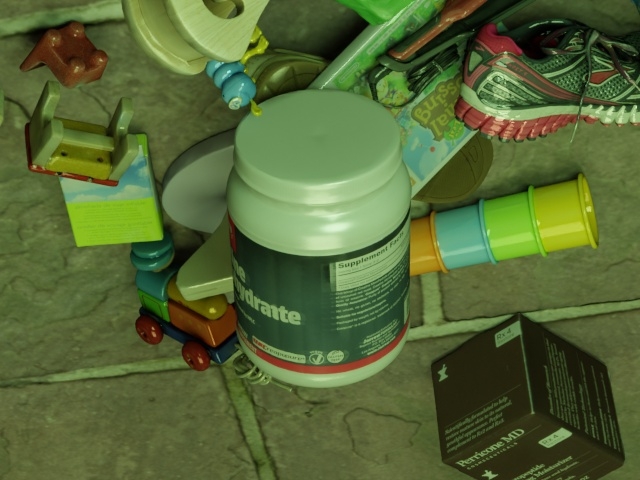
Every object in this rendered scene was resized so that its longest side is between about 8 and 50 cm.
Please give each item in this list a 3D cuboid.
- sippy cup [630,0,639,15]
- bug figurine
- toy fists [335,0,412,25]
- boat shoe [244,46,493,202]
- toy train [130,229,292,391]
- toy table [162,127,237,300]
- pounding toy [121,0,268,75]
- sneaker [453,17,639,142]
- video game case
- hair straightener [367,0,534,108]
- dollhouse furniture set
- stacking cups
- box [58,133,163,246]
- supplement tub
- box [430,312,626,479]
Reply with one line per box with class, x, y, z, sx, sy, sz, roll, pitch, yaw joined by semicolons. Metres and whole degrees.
sippy cup;0.421;-0.242;1.713;0.305;0.224;0.240;10;139;-16
bug figurine;-0.100;-0.261;1.662;0.072;0.216;0.279;-22;153;-26
toy fists;0.080;-0.318;1.470;0.142;0.096;0.279;36;118;-29
boat shoe;0.051;-0.141;1.908;0.341;0.110;0.122;22;103;-36
toy train;-0.133;0.083;2.098;0.248;0.105;0.143;25;144;36
toy table;-0.050;-0.023;2.004;0.274;0.161;0.252;-21;139;19
pounding toy;-0.061;-0.222;1.322;0.269;0.154;0.155;-22;-172;-34
sneaker;0.285;-0.184;1.815;0.299;0.121;0.112;-14;128;-29
video game case;0.111;-0.172;1.840;0.212;0.023;0.193;-45;128;-1
hair straightener;0.142;-0.202;1.793;0.230;0.047;0.089;-41;129;-9
dollhouse furniture set;-0.395;-0.159;1.783;0.374;0.201;0.152;11;139;-28
stacking cups;0.180;-0.008;2.112;0.316;0.096;0.096;-11;141;17
box;-0.251;-0.064;2.027;0.109;0.042;0.178;-5;142;0
supplement tub;0.000;0.000;1.779;0.191;0.191;0.272;-3;129;-1
box;0.285;0.238;2.354;0.203;0.167;0.168;29;131;-34
